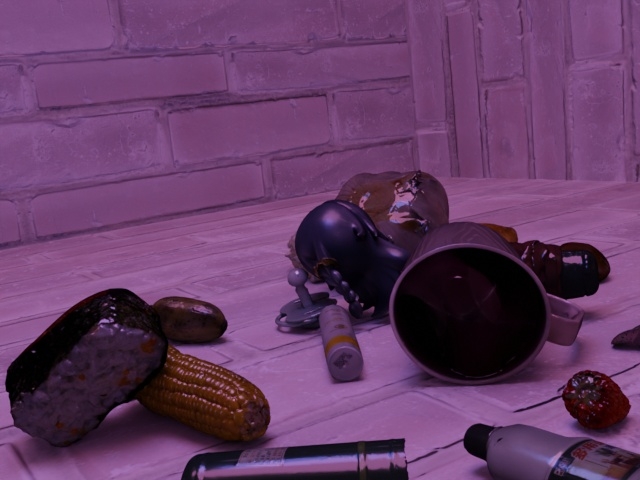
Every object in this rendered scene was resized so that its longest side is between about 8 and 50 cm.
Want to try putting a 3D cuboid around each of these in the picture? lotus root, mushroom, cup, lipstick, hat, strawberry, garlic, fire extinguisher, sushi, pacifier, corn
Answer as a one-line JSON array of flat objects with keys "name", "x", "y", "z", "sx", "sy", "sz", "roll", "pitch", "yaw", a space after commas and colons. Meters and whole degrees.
[{"name": "lotus root", "x": -0.255, "y": 0.150, "z": 1.469, "sx": 0.179, "sy": 0.089, "sz": 0.081, "roll": 5, "pitch": 42, "yaw": 19}, {"name": "mushroom", "x": 0.533, "y": 0.043, "z": 1.636, "sx": 0.135, "sy": 0.080, "sz": 0.170, "roll": 0, "pitch": 9, "yaw": -32}, {"name": "cup", "x": 0.258, "y": 0.079, "z": 1.198, "sx": 0.288, "sy": 0.208, "sz": 0.273, "roll": -12, "pitch": 7, "yaw": 10}, {"name": "lipstick", "x": 0.031, "y": 0.166, "z": 1.290, "sx": 0.059, "sy": 0.059, "sz": 0.264, "roll": -6, "pitch": 10, "yaw": -2}, {"name": "hat", "x": 0.492, "y": 0.151, "z": 1.178, "sx": 0.058, "sy": 0.042, "sz": 0.087, "roll": -5, "pitch": -27, "yaw": -47}, {"name": "strawberry", "x": 0.340, "y": 0.198, "z": 0.933, "sx": 0.083, "sy": 0.073, "sz": 0.073, "roll": 30, "pitch": -10, "yaw": -30}, {"name": "garlic", "x": 0.141, "y": -0.024, "z": 1.727, "sx": 0.321, "sy": 0.241, "sz": 0.322, "roll": -24, "pitch": 19, "yaw": 9}, {"name": "fire extinguisher", "x": -0.058, "y": 0.254, "z": 0.760, "sx": 0.294, "sy": 0.093, "sz": 0.118, "roll": -6, "pitch": -16, "yaw": 5}, {"name": "sushi", "x": -0.316, "y": 0.169, "z": 1.044, "sx": 0.225, "sy": 0.136, "sz": 0.126, "roll": -44, "pitch": 40, "yaw": -4}, {"name": "pacifier", "x": -0.039, "y": 0.111, "z": 1.488, "sx": 0.126, "sy": 0.117, "sz": 0.150, "roll": -22, "pitch": 14, "yaw": -2}, {"name": "corn", "x": -0.182, "y": 0.206, "z": 1.066, "sx": 0.102, "sy": 0.102, "sz": 0.312, "roll": -14, "pitch": 12, "yaw": -40}]

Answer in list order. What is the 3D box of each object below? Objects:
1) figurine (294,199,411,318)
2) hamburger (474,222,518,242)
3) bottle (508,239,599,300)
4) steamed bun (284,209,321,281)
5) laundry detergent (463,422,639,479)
[{"name": "figurine", "x": 0.072, "y": 0.039, "z": 1.481, "sx": 0.265, "sy": 0.175, "sz": 0.197, "roll": 36, "pitch": 6, "yaw": 22}, {"name": "hamburger", "x": 0.363, "y": 0.020, "z": 1.814, "sx": 0.213, "sy": 0.108, "sz": 0.214, "roll": -1, "pitch": 11, "yaw": 0}, {"name": "bottle", "x": 0.363, "y": 0.076, "z": 1.394, "sx": 0.271, "sy": 0.143, "sz": 0.156, "roll": -5, "pitch": -30, "yaw": 21}, {"name": "steamed bun", "x": 0.000, "y": 0.000, "z": 1.945, "sx": 0.200, "sy": 0.171, "sz": 0.225, "roll": -17, "pitch": 13, "yaw": -25}, {"name": "laundry detergent", "x": 0.238, "y": 0.229, "z": 0.771, "sx": 0.099, "sy": 0.070, "sz": 0.225, "roll": -23, "pitch": 17, "yaw": -33}]
